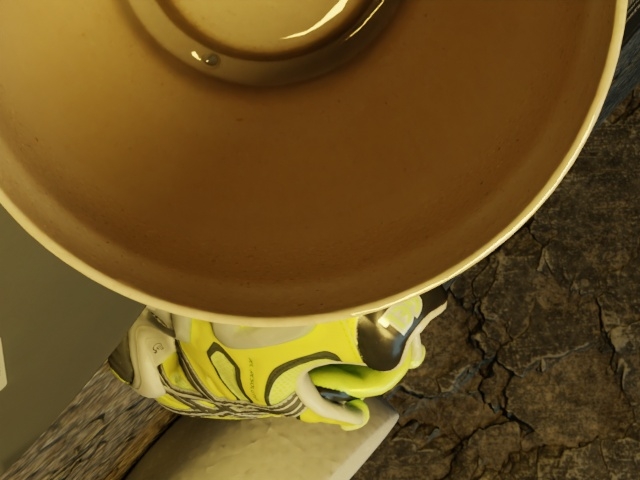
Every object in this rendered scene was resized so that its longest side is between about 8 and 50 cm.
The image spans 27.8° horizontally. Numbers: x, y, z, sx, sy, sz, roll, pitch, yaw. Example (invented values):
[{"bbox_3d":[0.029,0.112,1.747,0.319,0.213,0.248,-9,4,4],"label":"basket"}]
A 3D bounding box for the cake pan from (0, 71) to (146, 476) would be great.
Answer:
[{"bbox_3d":[-0.142,0.039,0.441,0.293,0.054,0.293,-47,170,-11],"label":"cake pan"}]

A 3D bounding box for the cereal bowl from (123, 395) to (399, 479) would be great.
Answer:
[{"bbox_3d":[-0.089,0.237,1.175,0.339,0.141,0.339,-47,170,-11],"label":"cereal bowl"}]

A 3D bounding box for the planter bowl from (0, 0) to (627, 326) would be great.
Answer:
[{"bbox_3d":[-0.013,-0.073,0.341,0.162,0.162,0.109,-51,-164,16],"label":"planter bowl"}]

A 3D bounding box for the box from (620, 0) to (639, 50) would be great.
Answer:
[{"bbox_3d":[0.125,-0.132,0.803,0.261,0.103,0.184,-51,167,11],"label":"box"}]

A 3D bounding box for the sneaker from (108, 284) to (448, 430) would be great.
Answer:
[{"bbox_3d":[-0.027,0.057,0.738,0.145,0.147,0.384,-48,172,-12],"label":"sneaker"}]
